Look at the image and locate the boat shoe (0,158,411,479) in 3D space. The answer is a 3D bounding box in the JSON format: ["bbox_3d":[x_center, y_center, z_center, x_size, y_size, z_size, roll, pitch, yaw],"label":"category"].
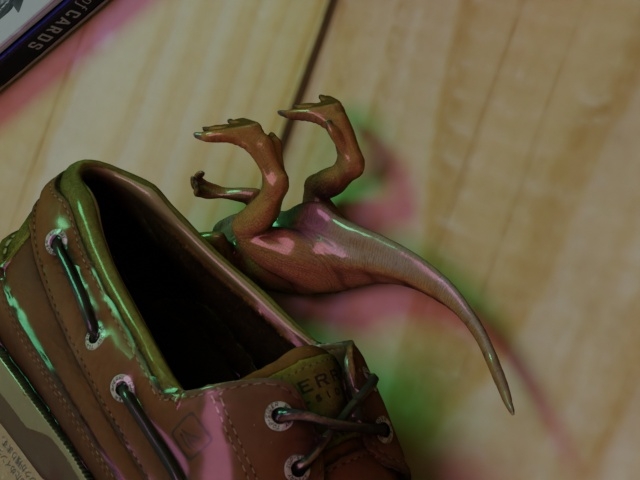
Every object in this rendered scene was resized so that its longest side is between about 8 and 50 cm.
[{"bbox_3d":[-0.025,0.086,0.588,0.307,0.110,0.104,39,118,24],"label":"boat shoe"}]

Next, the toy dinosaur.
[{"bbox_3d":[0.000,0.000,0.654,0.211,0.064,0.112,3,109,40],"label":"toy dinosaur"}]

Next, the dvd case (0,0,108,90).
[{"bbox_3d":[-0.146,-0.194,0.801,0.238,0.029,0.179,-33,64,26],"label":"dvd case"}]

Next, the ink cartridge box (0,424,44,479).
[{"bbox_3d":[-0.144,0.158,0.700,0.234,0.088,0.193,45,109,32],"label":"ink cartridge box"}]
